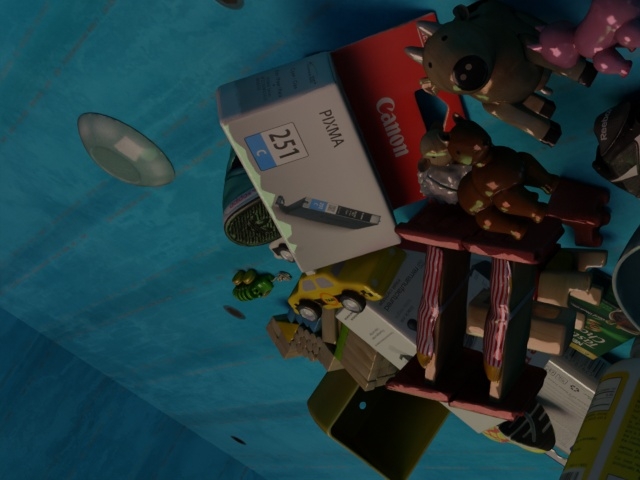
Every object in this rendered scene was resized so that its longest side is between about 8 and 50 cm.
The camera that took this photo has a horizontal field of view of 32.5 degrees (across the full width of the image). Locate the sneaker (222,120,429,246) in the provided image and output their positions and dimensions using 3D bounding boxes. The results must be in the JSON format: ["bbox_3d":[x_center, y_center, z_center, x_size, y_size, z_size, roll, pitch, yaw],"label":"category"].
[{"bbox_3d":[-0.006,-0.126,1.454,0.295,0.178,0.124,-26,138,13],"label":"sneaker"}]

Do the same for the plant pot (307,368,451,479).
[{"bbox_3d":[0.099,0.321,2.159,0.212,0.212,0.187,41,168,-25],"label":"plant pot"}]

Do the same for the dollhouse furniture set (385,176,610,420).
[{"bbox_3d":[0.222,0.031,1.276,0.152,0.374,0.201,13,114,24],"label":"dollhouse furniture set"}]

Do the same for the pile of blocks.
[{"bbox_3d":[0.040,0.168,2.049,0.113,0.149,0.362,-7,-169,-35],"label":"pile of blocks"}]

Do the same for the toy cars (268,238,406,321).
[{"bbox_3d":[0.000,0.000,1.557,0.087,0.176,0.393,46,-173,-22],"label":"toy cars"}]

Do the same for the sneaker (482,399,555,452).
[{"bbox_3d":[0.314,0.302,1.821,0.208,0.081,0.094,29,153,50],"label":"sneaker"}]

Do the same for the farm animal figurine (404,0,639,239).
[{"bbox_3d":[0.175,-0.184,1.015,0.172,0.330,0.327,27,-175,-2],"label":"farm animal figurine"}]

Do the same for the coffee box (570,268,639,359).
[{"bbox_3d":[0.392,0.109,1.574,0.113,0.040,0.184,30,157,-2],"label":"coffee box"}]

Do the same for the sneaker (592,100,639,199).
[{"bbox_3d":[0.340,-0.112,1.138,0.106,0.078,0.234,23,158,8],"label":"sneaker"}]

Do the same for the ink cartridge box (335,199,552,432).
[{"bbox_3d":[0.193,0.108,1.551,0.273,0.197,0.114,39,157,0],"label":"ink cartridge box"}]

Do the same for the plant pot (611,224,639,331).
[{"bbox_3d":[0.462,0.005,1.088,0.290,0.195,0.290,24,156,11],"label":"plant pot"}]

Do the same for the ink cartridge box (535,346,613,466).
[{"bbox_3d":[0.447,0.298,1.799,0.304,0.072,0.307,34,156,9],"label":"ink cartridge box"}]

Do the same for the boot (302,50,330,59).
[{"bbox_3d":[0.035,-0.188,1.359,0.158,0.059,0.084,10,155,36],"label":"boot"}]

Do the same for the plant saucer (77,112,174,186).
[{"bbox_3d":[-0.346,-0.144,1.902,0.195,0.037,0.195,23,156,11],"label":"plant saucer"}]

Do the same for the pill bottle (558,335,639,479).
[{"bbox_3d":[0.448,0.283,1.495,0.188,0.334,0.188,25,157,12],"label":"pill bottle"}]

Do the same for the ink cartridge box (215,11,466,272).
[{"bbox_3d":[0.050,-0.104,1.303,0.261,0.066,0.296,-18,140,8],"label":"ink cartridge box"}]

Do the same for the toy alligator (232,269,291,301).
[{"bbox_3d":[-0.123,0.091,2.107,0.056,0.051,0.190,40,154,-25],"label":"toy alligator"}]
